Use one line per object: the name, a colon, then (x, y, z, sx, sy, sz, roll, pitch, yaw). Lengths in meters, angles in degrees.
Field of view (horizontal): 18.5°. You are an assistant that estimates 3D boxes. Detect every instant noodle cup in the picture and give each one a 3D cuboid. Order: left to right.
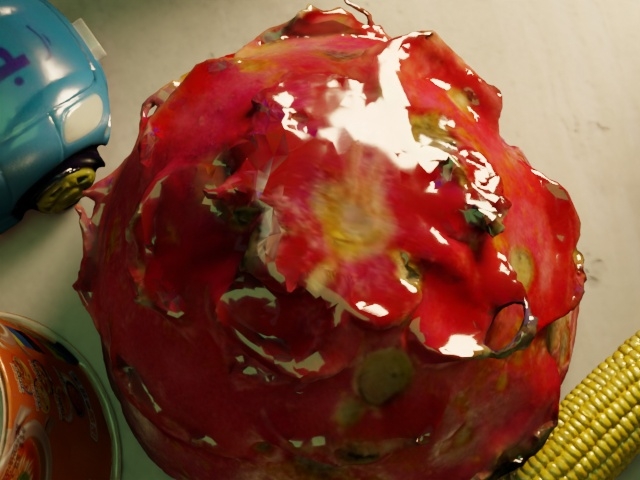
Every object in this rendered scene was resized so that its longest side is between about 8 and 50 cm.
instant noodle cup: (-0.288, 0.149, 1.408, 0.250, 0.192, 0.250, -3, 74, 9)

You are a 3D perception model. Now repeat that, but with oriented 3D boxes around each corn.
corn: (0.206, 0.126, 1.400, 0.067, 0.067, 0.206, 43, 85, 17)

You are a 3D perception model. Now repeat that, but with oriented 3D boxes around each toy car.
toy car: (-0.309, -0.078, 1.494, 0.314, 0.166, 0.198, -34, 76, -2)

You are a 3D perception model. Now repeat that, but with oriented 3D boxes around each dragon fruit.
dragon fruit: (0.000, 0.000, 1.375, 0.371, 0.249, 0.386, 4, 67, 9)
